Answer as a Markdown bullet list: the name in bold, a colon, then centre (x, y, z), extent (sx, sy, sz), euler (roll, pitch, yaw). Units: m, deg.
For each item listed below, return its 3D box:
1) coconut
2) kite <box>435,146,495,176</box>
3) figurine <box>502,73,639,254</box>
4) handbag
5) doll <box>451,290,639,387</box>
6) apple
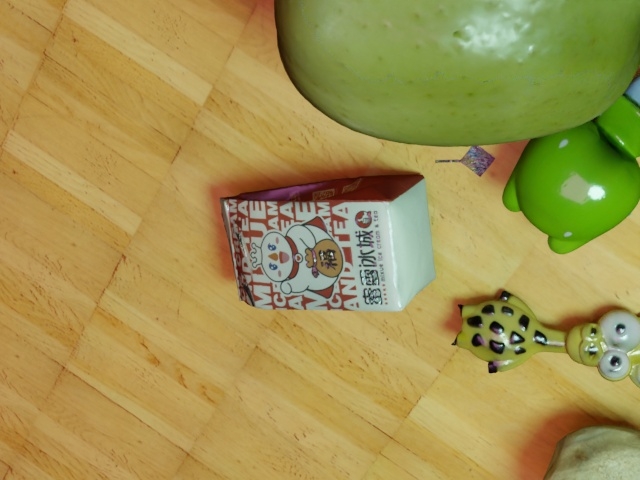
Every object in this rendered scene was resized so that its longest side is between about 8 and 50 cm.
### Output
- **coconut**: centre (0.401, 0.350, 1.653), extent (0.224, 0.224, 0.224), euler (7, 113, 17)
- **kite**: centre (0.198, -0.114, 1.642), extent (0.078, 0.002, 0.044), euler (19, 116, 11)
- **figurine**: centre (0.352, -0.110, 1.520), extent (0.162, 0.143, 0.263), euler (43, 107, 3)
- **handbag**: centre (0.000, 0.000, 1.686), extent (0.298, 0.151, 0.171), euler (0, 107, 27)
- **doll**: centre (0.327, 0.137, 1.652), extent (0.291, 0.086, 0.117), euler (7, 84, 15)
- **apple**: centre (0.159, -0.315, 1.333), extent (0.474, 0.473, 0.473), euler (7, 113, 17)
